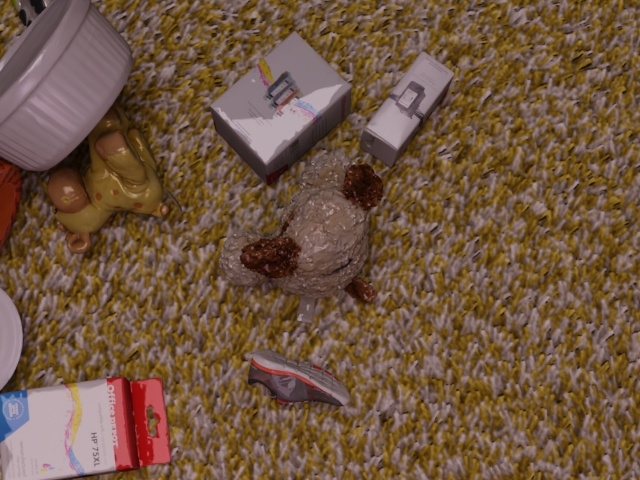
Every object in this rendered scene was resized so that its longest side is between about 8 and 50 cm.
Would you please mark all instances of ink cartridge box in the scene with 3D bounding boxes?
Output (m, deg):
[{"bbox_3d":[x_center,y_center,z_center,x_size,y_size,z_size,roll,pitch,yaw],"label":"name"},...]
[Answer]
[{"bbox_3d":[0.129,-0.194,1.846,0.063,0.109,0.150,36,80,5],"label":"ink cartridge box"},{"bbox_3d":[-0.057,-0.197,1.838,0.176,0.128,0.127,-42,81,-9],"label":"ink cartridge box"},{"bbox_3d":[-0.339,0.272,1.764,0.231,0.078,0.134,-9,78,-2],"label":"ink cartridge box"}]

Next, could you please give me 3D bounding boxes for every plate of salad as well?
[{"bbox_3d":[-0.529,0.151,1.807,0.199,0.048,0.200,-2,78,11],"label":"plate of salad"}]

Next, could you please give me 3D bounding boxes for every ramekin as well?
[{"bbox_3d":[-0.381,-0.219,1.736,0.127,0.273,0.273,40,79,-24],"label":"ramekin"}]

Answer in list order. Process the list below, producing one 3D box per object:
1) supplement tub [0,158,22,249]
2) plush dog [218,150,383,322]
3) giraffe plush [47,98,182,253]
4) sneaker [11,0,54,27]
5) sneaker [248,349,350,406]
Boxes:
[{"bbox_3d":[-0.623,-0.088,1.777,0.338,0.207,0.207,19,79,5],"label":"supplement tub"},{"bbox_3d":[0.000,0.000,1.745,0.262,0.225,0.210,-43,81,-8],"label":"plush dog"},{"bbox_3d":[-0.330,-0.082,1.817,0.170,0.181,0.210,-28,114,5],"label":"giraffe plush"},{"bbox_3d":[-0.443,-0.422,1.917,0.110,0.107,0.275,-17,68,-38],"label":"sneaker"},{"bbox_3d":[-0.034,0.215,1.796,0.157,0.061,0.065,23,106,6],"label":"sneaker"}]
